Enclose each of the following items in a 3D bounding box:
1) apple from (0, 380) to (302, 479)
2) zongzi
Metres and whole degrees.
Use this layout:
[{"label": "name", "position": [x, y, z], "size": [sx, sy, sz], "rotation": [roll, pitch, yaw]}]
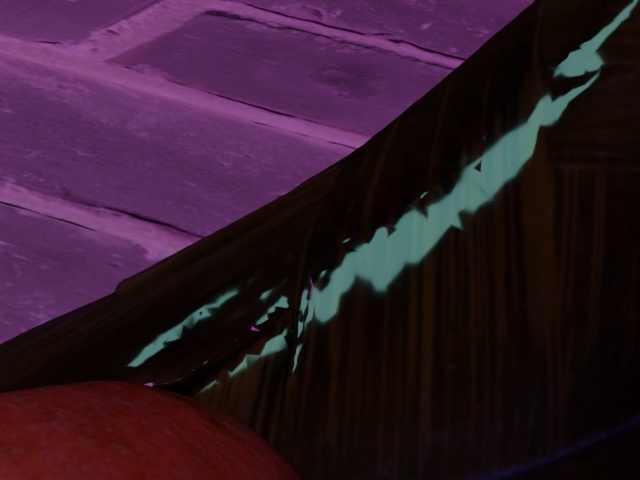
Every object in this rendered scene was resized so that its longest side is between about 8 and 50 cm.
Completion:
[{"label": "apple", "position": [-0.097, 0.170, 0.572], "size": [0.253, 0.254, 0.253], "rotation": [5, 26, -3]}, {"label": "zongzi", "position": [0.000, 0.000, 0.752], "size": [0.403, 0.432, 0.208], "rotation": [2, 21, -5]}]
